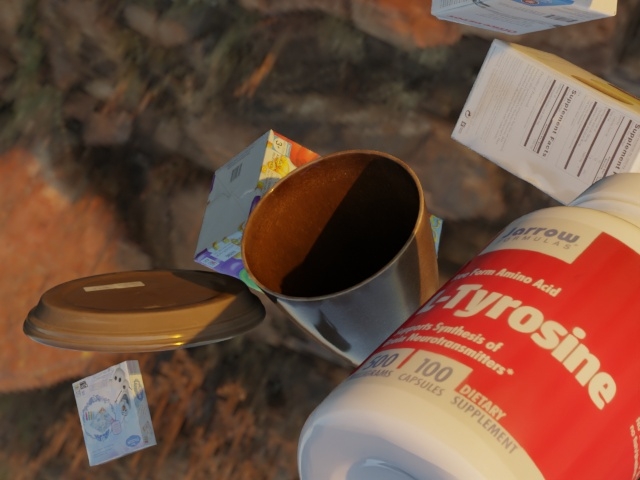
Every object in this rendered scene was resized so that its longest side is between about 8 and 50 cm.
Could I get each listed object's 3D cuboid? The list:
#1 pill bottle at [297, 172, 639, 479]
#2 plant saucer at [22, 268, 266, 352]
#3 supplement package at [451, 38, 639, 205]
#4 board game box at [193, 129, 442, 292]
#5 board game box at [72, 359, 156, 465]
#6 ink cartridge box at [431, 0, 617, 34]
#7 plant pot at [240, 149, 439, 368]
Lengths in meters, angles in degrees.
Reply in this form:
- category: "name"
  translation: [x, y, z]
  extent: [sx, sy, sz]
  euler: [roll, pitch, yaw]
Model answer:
- category: "pill bottle"
  translation: [0.186, 0.116, 1.318]
  extent: [0.229, 0.408, 0.229]
  euler: [26, 137, 27]
- category: "plant saucer"
  translation: [-0.201, 0.075, 1.789]
  extent: [0.278, 0.278, 0.041]
  euler: [5, 104, 34]
- category: "supplement package"
  translation: [0.302, -0.123, 1.837]
  extent: [0.244, 0.134, 0.139]
  euler: [35, -161, 37]
- category: "board game box"
  translation: [0.000, 0.000, 2.012]
  extent: [0.275, 0.142, 0.144]
  euler: [26, 146, -24]
- category: "board game box"
  translation: [-0.213, 0.178, 1.609]
  extent: [0.090, 0.090, 0.020]
  euler: [-24, 164, 39]
- category: "ink cartridge box"
  translation: [0.259, -0.326, 1.995]
  extent: [0.148, 0.086, 0.203]
  euler: [8, 175, -31]
- category: "plant pot"
  translation: [0.052, 0.051, 1.803]
  extent: [0.215, 0.215, 0.230]
  euler: [7, 145, 32]
